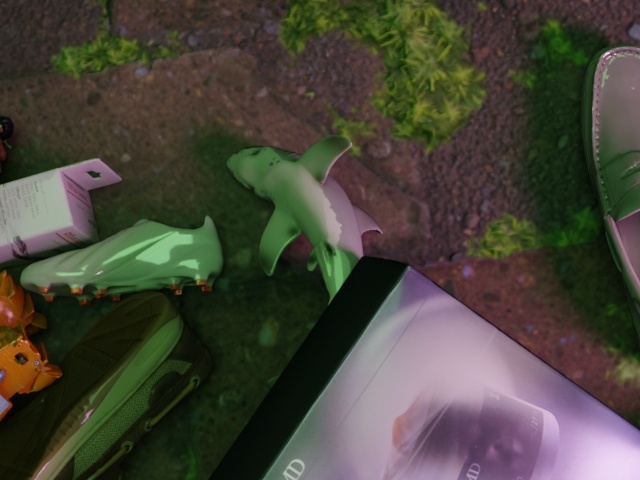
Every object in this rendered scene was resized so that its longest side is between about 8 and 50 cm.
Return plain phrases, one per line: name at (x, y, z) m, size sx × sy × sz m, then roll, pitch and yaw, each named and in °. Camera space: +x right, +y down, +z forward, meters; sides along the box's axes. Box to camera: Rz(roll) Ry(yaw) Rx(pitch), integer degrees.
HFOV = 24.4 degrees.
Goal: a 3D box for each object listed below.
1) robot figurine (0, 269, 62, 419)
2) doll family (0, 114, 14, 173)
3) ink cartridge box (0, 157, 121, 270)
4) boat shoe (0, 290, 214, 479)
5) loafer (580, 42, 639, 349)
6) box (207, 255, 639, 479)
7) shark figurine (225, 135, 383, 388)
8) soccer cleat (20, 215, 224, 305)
robot figurine at (-0.382, 0.163, 1.381) m, size 0.291 × 0.211 × 0.085 m, roll -39°, pitch 120°, yaw 3°
doll family at (-0.362, -0.120, 1.471) m, size 0.111 × 0.076 × 0.193 m, roll -33°, pitch 75°, yaw 5°
ink cartridge box at (-0.281, -0.019, 1.427) m, size 0.180 × 0.104 × 0.060 m, roll -16°, pitch 79°, yaw 4°
boat shoe at (-0.231, 0.206, 1.370) m, size 0.342 × 0.123 × 0.123 m, roll -49°, pitch 34°, yaw -16°
loafer at (0.311, -0.035, 1.360) m, size 0.112 × 0.111 × 0.319 m, roll -14°, pitch 79°, yaw 4°
box at (0.087, 0.215, 1.266) m, size 0.294 × 0.183 × 0.296 m, roll 35°, pitch 86°, yaw -9°
shark figurine at (0.019, 0.014, 1.396) m, size 0.166 × 0.116 × 0.278 m, roll -30°, pitch 67°, yaw 35°
soccer cleat at (-0.192, 0.018, 1.434) m, size 0.196 × 0.068 × 0.076 m, roll -5°, pitch 74°, yaw -2°
